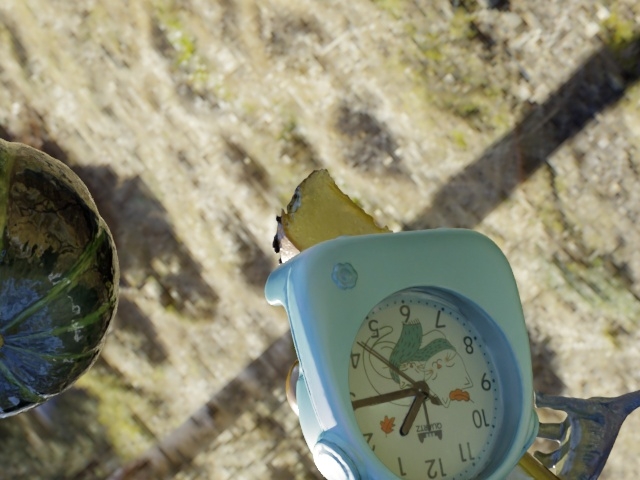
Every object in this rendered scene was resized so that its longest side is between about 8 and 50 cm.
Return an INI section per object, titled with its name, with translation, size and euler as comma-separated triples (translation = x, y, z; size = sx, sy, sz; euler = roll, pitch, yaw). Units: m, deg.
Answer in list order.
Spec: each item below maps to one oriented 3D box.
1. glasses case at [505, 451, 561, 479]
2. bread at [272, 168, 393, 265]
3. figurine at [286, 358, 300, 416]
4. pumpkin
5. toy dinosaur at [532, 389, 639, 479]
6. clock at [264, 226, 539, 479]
[glasses case]
translation = 0.222, 0.340, 1.372
size = 0.371, 0.173, 0.141
euler = 40, 177, 46
[bread]
translation = 0.000, 0.000, 1.720
size = 0.160, 0.140, 0.169
euler = 46, 148, -12
[figurine]
translation = 0.050, 0.261, 2.001
size = 0.215, 0.215, 0.228
euler = 58, -173, -24
[pumpkin]
translation = -0.377, 0.046, 1.385
size = 0.323, 0.323, 0.241
euler = 61, -177, -30
[toy dinosaur]
translation = 0.350, 0.260, 1.551
size = 0.188, 0.247, 0.075
euler = 0, 162, 9
[clock]
translation = 0.076, 0.129, 1.101
size = 0.094, 0.223, 0.274
euler = -26, 70, 59
